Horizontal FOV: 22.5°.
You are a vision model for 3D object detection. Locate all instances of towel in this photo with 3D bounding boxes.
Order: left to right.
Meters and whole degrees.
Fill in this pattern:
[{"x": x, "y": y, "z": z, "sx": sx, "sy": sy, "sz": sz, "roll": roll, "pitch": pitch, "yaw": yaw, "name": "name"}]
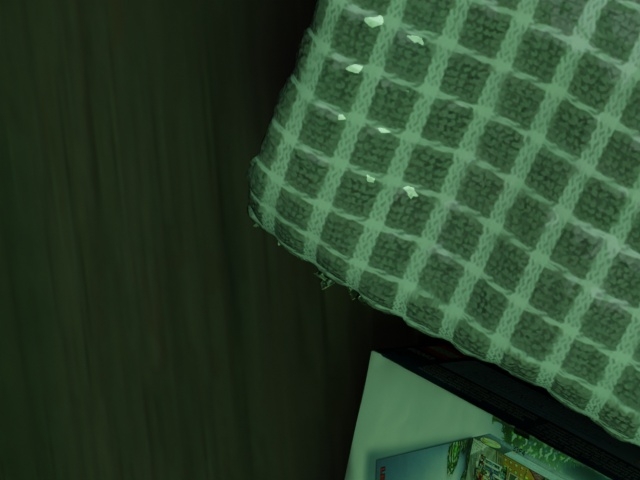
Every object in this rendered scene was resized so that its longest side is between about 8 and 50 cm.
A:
[{"x": 0.121, "y": -0.073, "z": 0.493, "sx": 0.235, "sy": 0.121, "sz": 0.284, "roll": 29, "pitch": 121, "yaw": 13, "name": "towel"}]

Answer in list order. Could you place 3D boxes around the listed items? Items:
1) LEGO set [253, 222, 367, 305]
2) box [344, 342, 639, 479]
[{"x": 0.002, "y": 0.001, "z": 0.623, "sx": 0.054, "sy": 0.083, "sz": 0.023, "roll": 35, "pitch": 83, "yaw": -3, "name": "LEGO set"}, {"x": 0.064, "y": 0.175, "z": 0.609, "sx": 0.159, "sy": 0.044, "sz": 0.233, "roll": 26, "pitch": 110, "yaw": 44, "name": "box"}]
